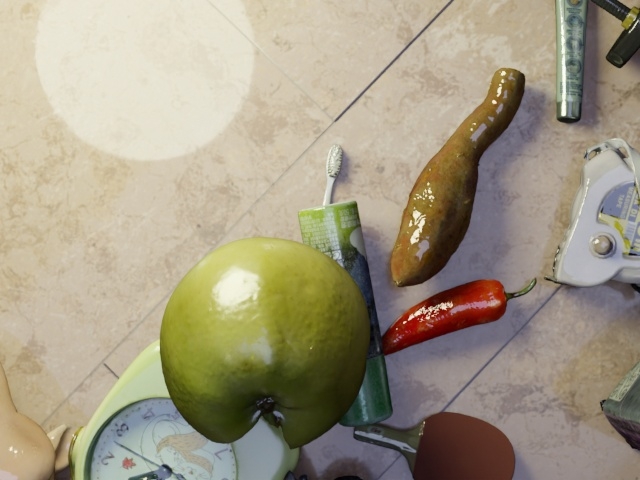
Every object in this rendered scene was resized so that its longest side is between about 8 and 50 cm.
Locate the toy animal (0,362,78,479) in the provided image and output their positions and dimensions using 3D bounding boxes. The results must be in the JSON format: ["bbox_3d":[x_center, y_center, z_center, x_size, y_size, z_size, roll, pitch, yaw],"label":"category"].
[{"bbox_3d":[-0.515,0.283,1.536,0.237,0.269,0.326,-31,54,-1],"label":"toy animal"}]

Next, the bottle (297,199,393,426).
[{"bbox_3d":[0.038,0.109,1.575,0.093,0.093,0.330,-10,92,1],"label":"bottle"}]

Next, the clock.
[{"bbox_3d":[-0.227,0.338,1.567,0.286,0.117,0.348,43,89,4],"label":"clock"}]

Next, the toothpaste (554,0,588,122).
[{"bbox_3d":[0.389,-0.304,1.633,0.062,0.039,0.239,3,84,-2],"label":"toothpaste"}]

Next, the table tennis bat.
[{"bbox_3d":[0.171,0.316,1.583,0.246,0.022,0.138,15,56,9],"label":"table tennis bat"}]

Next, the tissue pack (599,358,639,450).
[{"bbox_3d":[0.532,0.189,1.435,0.259,0.361,0.122,-44,86,-3],"label":"tissue pack"}]

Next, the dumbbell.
[{"bbox_3d":[0.541,-0.283,1.575,0.325,0.143,0.143,35,88,4],"label":"dumbbell"}]

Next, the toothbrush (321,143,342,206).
[{"bbox_3d":[0.000,0.000,1.627,0.025,0.029,0.307,11,87,-6],"label":"toothbrush"}]

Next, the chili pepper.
[{"bbox_3d":[0.204,0.109,1.601,0.272,0.063,0.071,-21,73,3],"label":"chili pepper"}]

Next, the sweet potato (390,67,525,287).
[{"bbox_3d":[0.203,-0.092,1.595,0.109,0.109,0.385,27,75,3],"label":"sweet potato"}]

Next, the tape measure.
[{"bbox_3d":[0.464,-0.025,1.570,0.197,0.120,0.236,17,92,8],"label":"tape measure"}]

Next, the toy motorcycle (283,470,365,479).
[{"bbox_3d":[-0.021,0.479,1.531,0.173,0.108,0.307,8,103,-25],"label":"toy motorcycle"}]

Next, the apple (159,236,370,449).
[{"bbox_3d":[-0.074,0.143,1.417,0.291,0.254,0.292,-3,128,-4],"label":"apple"}]
